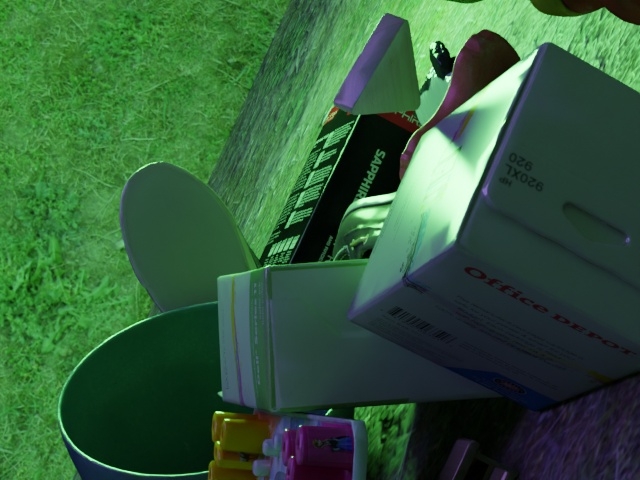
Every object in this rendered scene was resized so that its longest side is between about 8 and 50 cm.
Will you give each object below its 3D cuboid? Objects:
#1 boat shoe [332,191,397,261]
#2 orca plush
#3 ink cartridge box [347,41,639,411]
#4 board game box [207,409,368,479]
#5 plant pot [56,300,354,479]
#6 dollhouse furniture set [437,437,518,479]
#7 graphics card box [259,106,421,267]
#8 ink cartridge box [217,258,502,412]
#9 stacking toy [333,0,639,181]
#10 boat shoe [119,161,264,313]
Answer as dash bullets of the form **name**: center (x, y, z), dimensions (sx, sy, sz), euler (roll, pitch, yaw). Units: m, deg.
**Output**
- **boat shoe**: center (0.076, 0.015, 1.959), dimensions (0.091, 0.109, 0.305), euler (-61, 12, -22)
- **orca plush**: center (0.172, -0.132, 2.026), dimensions (0.287, 0.102, 0.151), euler (117, 133, -80)
- **ink cartridge box**: center (0.156, -0.002, 1.423), dimensions (0.168, 0.171, 0.232), euler (-66, 11, -20)
- **board game box**: center (-0.044, 0.326, 1.527), dimensions (0.390, 0.050, 0.390), euler (165, 110, -77)
- **plant pot**: center (-0.098, 0.218, 1.972), dimensions (0.290, 0.290, 0.195), euler (-79, -18, -57)
- **dollhouse furniture set**: center (0.085, 0.214, 1.418), dimensions (0.161, 0.101, 0.182), euler (-64, 10, -8)
- **graphics card box**: center (0.000, 0.000, 2.428), dimensions (0.371, 0.094, 0.233), euler (-64, 10, -12)
- **ink cartridge box**: center (0.025, 0.077, 1.697), dimensions (0.353, 0.207, 0.119), euler (165, 102, -79)
- **stacking toy**: center (0.173, -0.160, 1.590), dimensions (0.130, 0.279, 0.309), euler (25, 91, 36)
- **boat shoe**: center (-0.109, 0.072, 2.181), dimensions (0.127, 0.340, 0.158), euler (-31, 0, -7)
